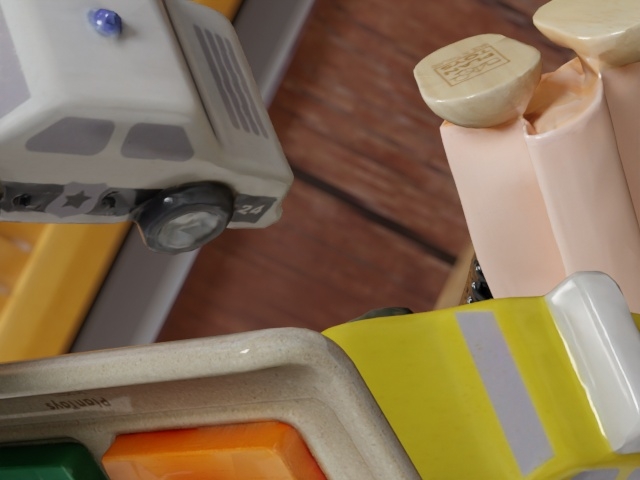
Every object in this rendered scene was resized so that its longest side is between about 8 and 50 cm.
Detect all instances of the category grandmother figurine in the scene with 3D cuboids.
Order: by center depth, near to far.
[{"bbox_3d":[0.142,0.063,0.918,0.104,0.208,0.342,-108,-4,-67],"label":"grandmother figurine"}]

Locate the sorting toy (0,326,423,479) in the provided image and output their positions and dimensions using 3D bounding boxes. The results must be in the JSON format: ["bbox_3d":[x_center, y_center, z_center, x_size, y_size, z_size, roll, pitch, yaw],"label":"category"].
[{"bbox_3d":[-0.031,0.109,0.540,0.348,0.047,0.196,-9,126,39],"label":"sorting toy"}]

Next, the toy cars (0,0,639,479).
[{"bbox_3d":[0.000,0.000,0.686,0.394,0.176,0.087,34,131,-10],"label":"toy cars"}]

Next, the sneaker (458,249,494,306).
[{"bbox_3d":[0.098,0.051,1.046,0.079,0.121,0.217,36,169,17],"label":"sneaker"}]
